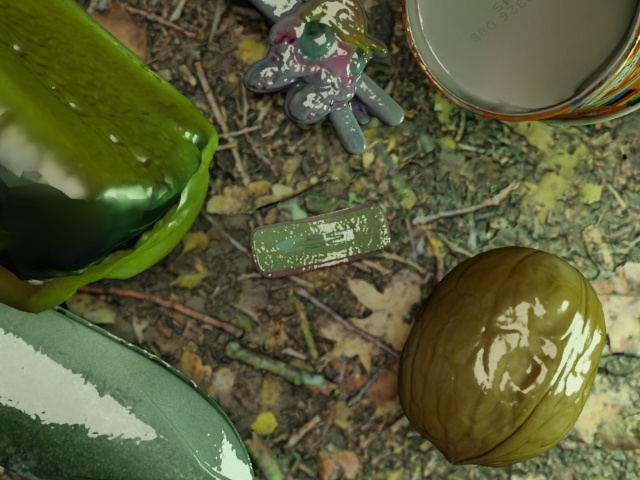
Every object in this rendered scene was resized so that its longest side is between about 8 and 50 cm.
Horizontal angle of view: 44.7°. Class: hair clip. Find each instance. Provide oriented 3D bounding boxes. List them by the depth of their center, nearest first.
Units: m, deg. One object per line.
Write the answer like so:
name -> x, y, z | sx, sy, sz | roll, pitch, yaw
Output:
hair clip -> -0.032, -0.207, 0.758 | 0.137, 0.090, 0.278 | -38, 86, -1
hair clip -> -0.001, 0.000, 0.763 | 0.137, 0.022, 0.054 | -13, 82, -7

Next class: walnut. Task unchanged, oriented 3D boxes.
walnut -> 0.161, 0.104, 0.694 | 0.167, 0.167, 0.207 | 30, 78, 0

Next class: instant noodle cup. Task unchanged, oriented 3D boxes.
instant noodle cup -> 0.196, -0.213, 0.670 | 0.250, 0.192, 0.250 | 9, 108, 29

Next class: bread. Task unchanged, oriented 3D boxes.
bread -> -0.276, -0.109, 0.652 | 0.376, 0.251, 0.208 | 39, 123, 0

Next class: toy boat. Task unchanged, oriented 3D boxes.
toy boat -> -0.197, 0.157, 0.691 | 0.319, 0.092, 0.141 | 29, 79, -8
